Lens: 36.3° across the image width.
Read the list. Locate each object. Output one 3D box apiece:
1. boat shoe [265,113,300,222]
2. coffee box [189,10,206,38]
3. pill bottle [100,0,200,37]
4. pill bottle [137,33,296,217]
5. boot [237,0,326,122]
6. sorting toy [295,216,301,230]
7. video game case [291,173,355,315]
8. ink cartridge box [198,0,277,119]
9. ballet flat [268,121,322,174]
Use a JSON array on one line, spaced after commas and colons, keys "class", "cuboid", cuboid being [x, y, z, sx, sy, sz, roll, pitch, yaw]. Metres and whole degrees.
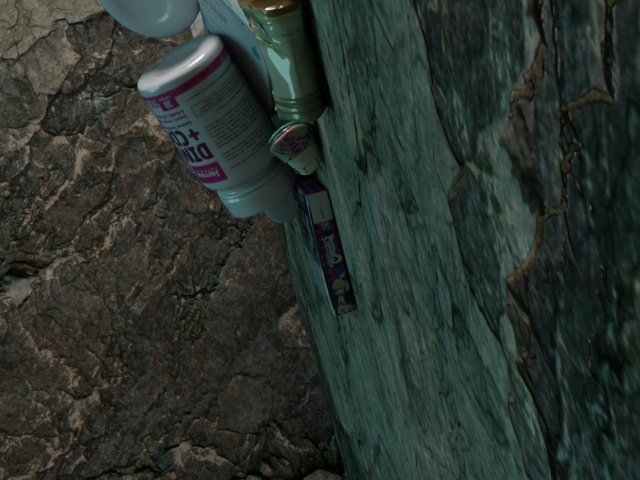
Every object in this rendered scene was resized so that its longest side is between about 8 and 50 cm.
[{"class": "boat shoe", "cuboid": [-0.086, -0.169, 1.840, 0.088, 0.096, 0.268, -107, 5, -67]}, {"class": "coffee box", "cuboid": [-0.184, -0.411, 1.926, 0.098, 0.141, 0.247, 93, 162, -76]}, {"class": "pill bottle", "cuboid": [-0.253, -0.513, 1.681, 0.181, 0.181, 0.323, 81, -159, -51]}, {"class": "pill bottle", "cuboid": [-0.166, -0.187, 1.639, 0.283, 0.160, 0.160, 57, -176, -27]}, {"class": "boot", "cuboid": [-0.049, -0.250, 1.301, 0.213, 0.077, 0.165, -118, 11, -67]}, {"class": "sorting toy", "cuboid": [-0.092, -0.173, 2.056, 0.348, 0.047, 0.196, 63, -178, -12]}, {"class": "video game case", "cuboid": [0.000, 0.000, 1.678, 0.232, 0.041, 0.210, -128, 23, -77]}, {"class": "ink cartridge box", "cuboid": [-0.120, -0.324, 1.593, 0.186, 0.065, 0.311, 49, 166, 14]}, {"class": "ballet flat", "cuboid": [-0.033, -0.140, 1.533, 0.079, 0.077, 0.221, 57, 180, -2]}]
